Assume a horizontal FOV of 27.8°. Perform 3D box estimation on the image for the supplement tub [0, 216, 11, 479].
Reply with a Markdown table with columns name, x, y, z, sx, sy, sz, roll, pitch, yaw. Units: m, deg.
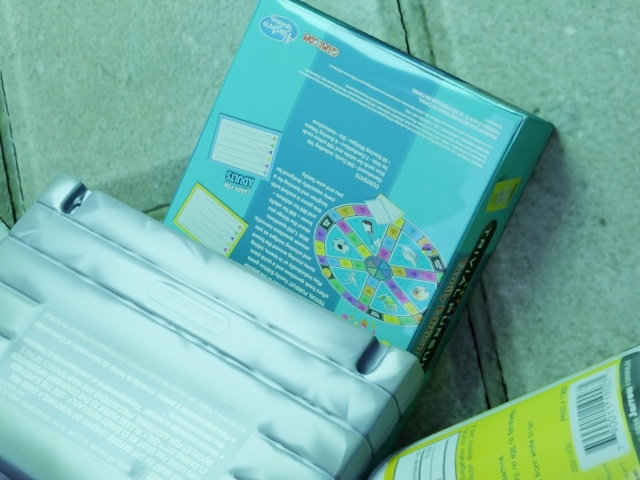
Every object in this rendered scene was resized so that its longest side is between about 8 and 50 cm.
| name | x | y | z | sx | sy | sz | roll | pitch | yaw |
| --- | --- | --- | --- | --- | --- | --- | --- | --- | --- |
| supplement tub | -0.326 | 0.093 | 1.165 | 0.338 | 0.207 | 0.207 | 45 | 109 | 22 |

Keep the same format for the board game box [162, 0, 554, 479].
| name | x | y | z | sx | sy | sz | roll | pitch | yaw |
| --- | --- | --- | --- | --- | --- | --- | --- | --- | --- |
| board game box | 0.000 | 0.000 | 1.063 | 0.254 | 0.079 | 0.336 | 31 | 103 | 25 |

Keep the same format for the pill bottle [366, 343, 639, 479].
| name | x | y | z | sx | sy | sz | roll | pitch | yaw |
| --- | --- | --- | --- | --- | --- | --- | --- | --- | --- |
| pill bottle | 0.149 | 0.210 | 0.917 | 0.334 | 0.188 | 0.187 | -28 | 76 | 26 |

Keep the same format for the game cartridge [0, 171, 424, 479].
| name | x | y | z | sx | sy | sz | roll | pitch | yaw |
| --- | --- | --- | --- | --- | --- | --- | --- | --- | --- |
| game cartridge | -0.130 | 0.109 | 0.985 | 0.355 | 0.068 | 0.230 | 27 | 71 | 24 |
